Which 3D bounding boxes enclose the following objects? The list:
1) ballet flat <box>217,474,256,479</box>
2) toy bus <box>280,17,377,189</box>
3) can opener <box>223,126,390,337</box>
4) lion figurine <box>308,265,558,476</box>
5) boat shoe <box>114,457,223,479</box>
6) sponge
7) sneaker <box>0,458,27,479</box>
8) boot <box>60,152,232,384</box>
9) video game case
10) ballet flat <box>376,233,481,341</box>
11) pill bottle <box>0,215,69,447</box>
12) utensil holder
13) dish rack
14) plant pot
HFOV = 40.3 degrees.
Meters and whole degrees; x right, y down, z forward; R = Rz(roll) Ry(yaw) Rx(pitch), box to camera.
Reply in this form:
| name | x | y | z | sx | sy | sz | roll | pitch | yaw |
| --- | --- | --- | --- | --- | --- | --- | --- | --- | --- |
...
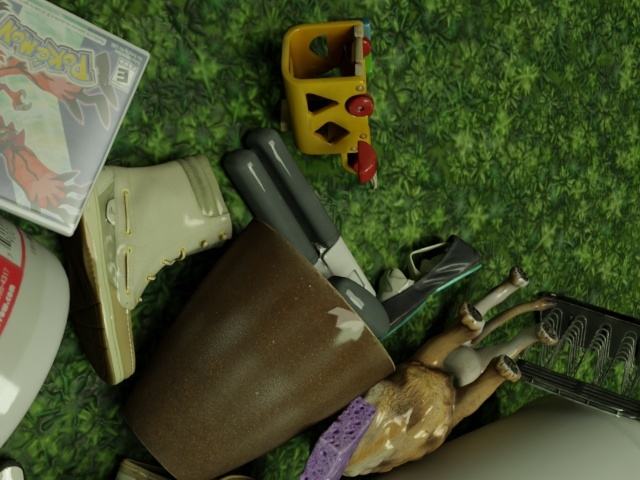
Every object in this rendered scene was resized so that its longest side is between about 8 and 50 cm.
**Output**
| name | x | y | z | sx | sy | sz | roll | pitch | yaw |
| --- | --- | --- | --- | --- | --- | --- | --- | --- | --- |
| ballet flat | -0.126 | 0.276 | 0.864 | 0.232 | 0.073 | 0.080 | 19 | 70 | -65 |
| toy bus | 0.008 | -0.145 | 0.965 | 0.105 | 0.191 | 0.202 | -2 | 101 | 4 |
| can opener | 0.000 | 0.000 | 0.989 | 0.076 | 0.095 | 0.283 | -48 | 125 | -25 |
| lion figurine | 0.156 | 0.168 | 1.096 | 0.240 | 0.142 | 0.392 | -46 | 160 | 28 |
| boat shoe | -0.149 | 0.261 | 0.935 | 0.153 | 0.056 | 0.048 | 14 | 93 | -33 |
| sponge | -0.011 | 0.270 | 0.916 | 0.210 | 0.031 | 0.117 | -64 | 167 | 21 |
| sneaker | -0.291 | 0.260 | 0.822 | 0.040 | 0.044 | 0.109 | -3 | 97 | -38 |
| boot | -0.165 | 0.024 | 0.865 | 0.165 | 0.077 | 0.213 | -12 | 97 | -38 |
| video game case | -0.273 | -0.125 | 0.749 | 0.201 | 0.023 | 0.183 | 24 | 81 | -22 |
| ballet flat | 0.120 | 0.054 | 1.125 | 0.203 | 0.074 | 0.074 | -33 | 117 | -25 |
| pill bottle | -0.392 | 0.000 | 0.572 | 0.408 | 0.229 | 0.229 | 41 | 71 | -36 |
| utensil holder | 0.233 | 0.398 | 1.104 | 0.386 | 0.328 | 0.327 | -10 | 103 | -37 |
| dish rack | 0.382 | 0.162 | 1.222 | 0.271 | 0.208 | 0.074 | -22 | 125 | -62 |
| plant pot | -0.081 | 0.131 | 0.891 | 0.230 | 0.215 | 0.215 | -42 | 123 | -9 |
